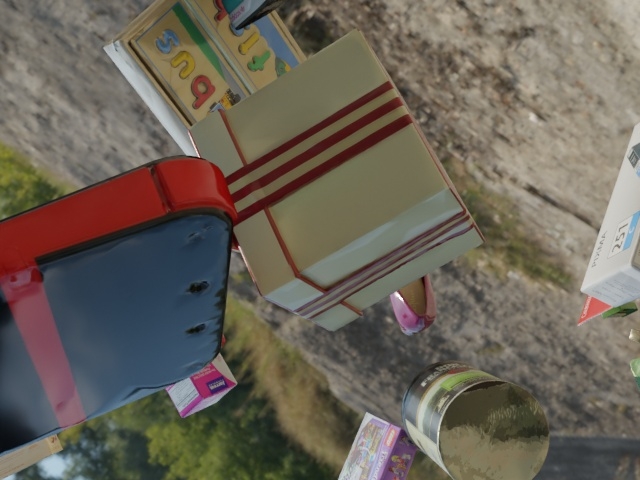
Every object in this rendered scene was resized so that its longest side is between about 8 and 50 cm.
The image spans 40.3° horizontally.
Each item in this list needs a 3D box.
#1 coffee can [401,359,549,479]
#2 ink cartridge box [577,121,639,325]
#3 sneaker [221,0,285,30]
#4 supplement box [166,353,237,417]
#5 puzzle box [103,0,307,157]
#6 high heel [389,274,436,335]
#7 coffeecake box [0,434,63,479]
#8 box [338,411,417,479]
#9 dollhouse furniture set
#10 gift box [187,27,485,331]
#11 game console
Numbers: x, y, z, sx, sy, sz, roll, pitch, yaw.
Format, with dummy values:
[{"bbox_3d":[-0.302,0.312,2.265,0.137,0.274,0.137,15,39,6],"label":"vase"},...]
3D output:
[{"bbox_3d":[0.280,0.341,1.628,0.201,0.201,0.275,36,175,-6],"label":"coffee can"},{"bbox_3d":[0.453,-0.040,1.280,0.066,0.296,0.261,26,159,-2],"label":"ink cartridge box"},{"bbox_3d":[-0.075,-0.424,1.174,0.295,0.124,0.178,-23,103,52],"label":"sneaker"},{"bbox_3d":[-0.311,0.281,2.030,0.111,0.114,0.220,-18,-108,-48],"label":"supplement box"},{"bbox_3d":[-0.119,-0.222,1.377,0.052,0.272,0.409,-2,132,49],"label":"puzzle box"},{"bbox_3d":[0.186,0.023,1.964,0.181,0.127,0.377,96,158,-74],"label":"high heel"},{"bbox_3d":[-0.530,0.292,1.420,0.185,0.142,0.068,64,176,5],"label":"coffeecake box"},{"bbox_3d":[0.100,0.527,1.861,0.057,0.293,0.201,26,172,-16],"label":"box"},{"bbox_3d":[0.515,0.173,1.414,0.058,0.076,0.151,1,-116,-40],"label":"dollhouse furniture set"},{"bbox_3d":[0.007,-0.063,1.021,0.276,0.258,0.255,64,-169,28],"label":"gift box"},{"bbox_3d":[-0.241,0.085,0.784,0.060,0.342,0.386,62,160,23],"label":"game console"}]
